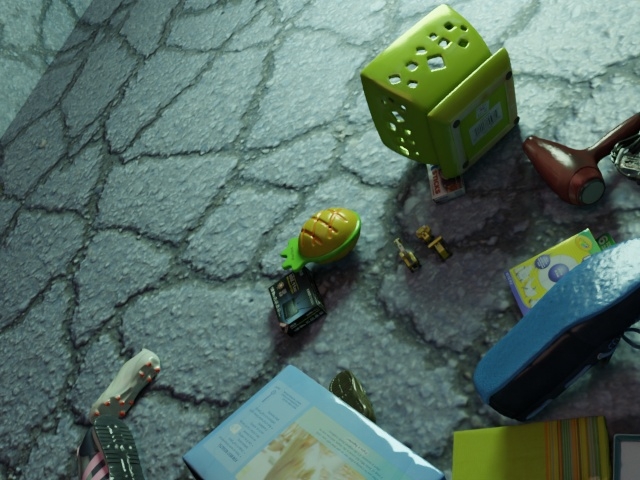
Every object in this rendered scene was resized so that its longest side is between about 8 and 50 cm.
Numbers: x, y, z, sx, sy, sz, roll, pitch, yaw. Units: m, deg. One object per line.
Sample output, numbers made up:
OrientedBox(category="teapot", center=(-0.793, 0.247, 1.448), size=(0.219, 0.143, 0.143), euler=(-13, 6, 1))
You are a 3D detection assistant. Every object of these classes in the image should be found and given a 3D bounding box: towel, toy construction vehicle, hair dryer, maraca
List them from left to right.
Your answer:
OrientedBox(category="maraca", center=(0.000, 0.000, 1.558), size=(0.185, 0.099, 0.127), euler=(-29, 31, 12))
OrientedBox(category="toy construction vehicle", center=(0.188, 0.012, 1.450), size=(0.086, 0.035, 0.098), euler=(-37, 43, 10))
OrientedBox(category="towel", center=(0.306, 0.318, 1.138), size=(0.237, 0.021, 0.102), euler=(-15, 45, 31))
OrientedBox(category="hair dryer", center=(0.485, -0.145, 1.327), size=(0.293, 0.080, 0.224), euler=(6, 47, 35))

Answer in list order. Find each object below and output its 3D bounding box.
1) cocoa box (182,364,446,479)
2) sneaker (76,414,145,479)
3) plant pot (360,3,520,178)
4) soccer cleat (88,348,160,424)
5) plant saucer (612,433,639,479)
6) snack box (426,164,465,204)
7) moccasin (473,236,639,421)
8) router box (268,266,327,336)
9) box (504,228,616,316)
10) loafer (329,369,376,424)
OrientedBox(category="cocoa box", center=(0.008, 0.389, 1.120), size=(0.231, 0.228, 0.347), euler=(-38, 38, -22))
OrientedBox(category="sneaker", center=(-0.417, 0.506, 1.524), size=(0.131, 0.112, 0.319), euler=(-51, 37, 20))
OrientedBox(category="plant pot", center=(0.241, -0.268, 1.467), size=(0.228, 0.227, 0.207), euler=(-42, 55, -9))
OrientedBox(category="soccer cleat", center=(-0.430, 0.322, 1.690), size=(0.196, 0.068, 0.076), euler=(-46, 37, -10))
OrientedBox(category="plant saucer", center=(0.421, 0.351, 1.020), size=(0.067, 0.018, 0.192), euler=(-8, 53, 34))
OrientedBox(category="snack box", center=(0.245, -0.154, 1.540), size=(0.064, 0.022, 0.178), euler=(-22, 47, 23))
OrientedBox(category="moccasin", center=(0.383, 0.134, 1.148), size=(0.342, 0.117, 0.138), euler=(-41, 22, 16))
OrientedBox(category="router box", center=(-0.047, 0.120, 1.553), size=(0.092, 0.038, 0.122), euler=(-35, 43, 11))
OrientedBox(category="box", center=(0.398, 0.057, 1.245), size=(0.179, 0.043, 0.105), euler=(-30, 45, 15))
OrientedBox(category="loafer", center=(0.056, 0.281, 1.343), size=(0.056, 0.050, 0.148), euler=(-36, 28, 6))
